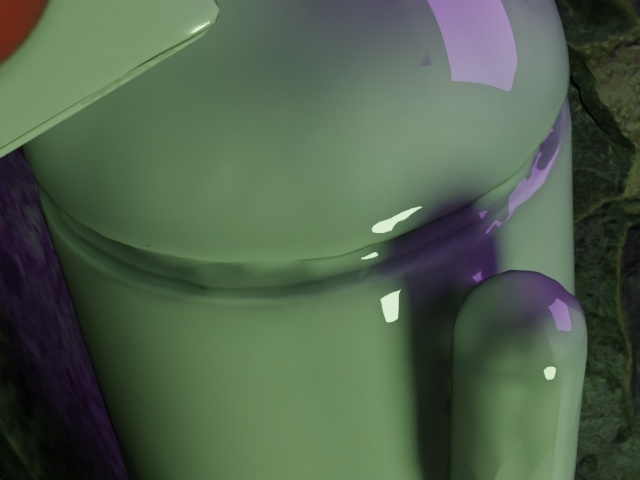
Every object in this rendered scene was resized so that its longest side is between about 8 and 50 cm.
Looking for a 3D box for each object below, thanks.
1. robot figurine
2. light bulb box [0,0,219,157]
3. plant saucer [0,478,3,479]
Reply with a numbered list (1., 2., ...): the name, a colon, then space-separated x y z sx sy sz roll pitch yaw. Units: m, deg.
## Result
1. robot figurine: 0.000 0.000 0.579 0.300 0.200 0.353 38 -32 43
2. light bulb box: -0.219 -0.203 0.385 0.358 0.225 0.361 56 10 -29
3. plant saucer: -0.092 0.167 0.466 0.188 0.045 0.188 47 14 -56
